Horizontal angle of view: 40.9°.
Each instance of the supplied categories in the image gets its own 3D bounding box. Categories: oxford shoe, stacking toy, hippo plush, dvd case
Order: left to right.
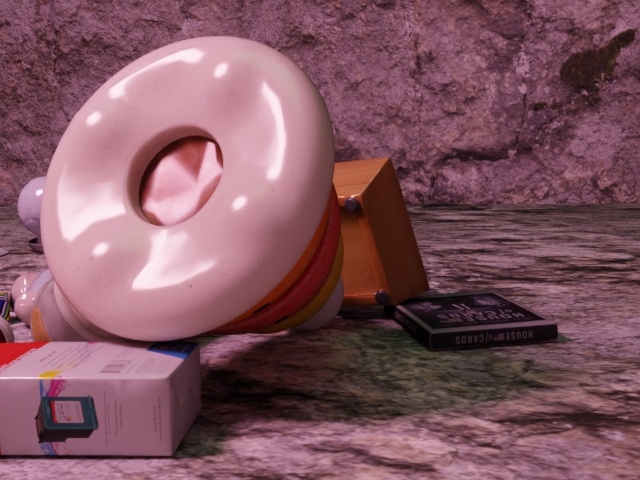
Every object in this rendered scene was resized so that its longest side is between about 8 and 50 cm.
[{"bbox_3d":[-0.359,0.002,1.377,0.234,0.237,0.294,5,10,44],"label":"hippo plush"},{"bbox_3d":[-0.247,0.075,1.206,0.130,0.169,0.449,-37,-7,20],"label":"oxford shoe"},{"bbox_3d":[-0.074,0.006,1.078,0.350,0.351,0.480,2,-20,25],"label":"stacking toy"},{"bbox_3d":[0.206,0.111,1.233,0.179,0.030,0.238,-3,7,-10],"label":"dvd case"}]

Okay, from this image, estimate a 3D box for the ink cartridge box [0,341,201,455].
[{"bbox_3d":[-0.243,0.150,0.836,0.230,0.078,0.134,-1,7,4],"label":"ink cartridge box"}]

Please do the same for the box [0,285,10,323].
[{"bbox_3d":[-0.569,0.107,1.322,0.168,0.054,0.059,-5,8,-21],"label":"box"}]

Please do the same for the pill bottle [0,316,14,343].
[{"bbox_3d":[-0.414,0.131,0.988,0.086,0.086,0.152,-1,8,2],"label":"pill bottle"}]

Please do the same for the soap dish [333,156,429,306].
[{"bbox_3d":[0.000,0.000,1.328,0.290,0.229,0.118,-5,26,29],"label":"soap dish"}]

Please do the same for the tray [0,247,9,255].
[{"bbox_3d":[-0.853,0.037,2.006,0.145,0.030,0.270,0,8,3],"label":"tray"}]

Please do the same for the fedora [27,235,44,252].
[{"bbox_3d":[-0.606,-0.043,2.192,0.275,0.125,0.243,-3,8,-13],"label":"fedora"}]
